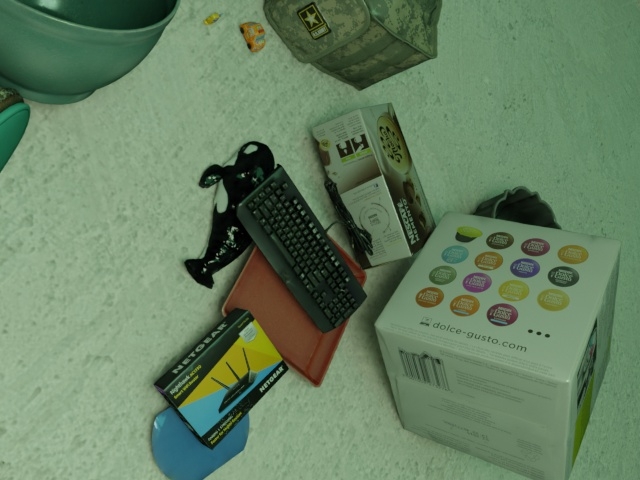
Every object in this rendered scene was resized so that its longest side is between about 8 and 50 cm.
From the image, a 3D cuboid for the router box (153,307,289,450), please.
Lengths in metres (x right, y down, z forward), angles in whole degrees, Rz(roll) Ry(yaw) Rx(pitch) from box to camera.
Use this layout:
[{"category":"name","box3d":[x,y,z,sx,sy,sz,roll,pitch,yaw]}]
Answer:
[{"category":"router box","box3d":[-0.151,0.213,0.975,0.179,0.046,0.133,-44,116,-28]}]

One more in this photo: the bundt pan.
[{"category":"bundt pan","box3d":[0.467,0.040,1.528,0.331,0.124,0.330,9,75,-37]}]

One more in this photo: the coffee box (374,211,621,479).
[{"category":"coffee box","box3d":[0.349,0.193,1.189,0.334,0.338,0.338,-51,140,-34]}]

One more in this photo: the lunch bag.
[{"category":"lunch bag","box3d":[0.057,-0.436,1.216,0.287,0.235,0.168,18,73,-36]}]

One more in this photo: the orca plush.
[{"category":"orca plush","box3d":[-0.138,-0.061,1.067,0.151,0.102,0.287,48,55,-21]}]

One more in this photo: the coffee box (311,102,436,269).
[{"category":"coffee box","box3d":[0.114,-0.111,1.247,0.168,0.119,0.297,-27,98,-58]}]

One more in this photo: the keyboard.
[{"category":"keyboard","box3d":[0.000,0.000,1.099,0.201,0.033,0.317,-48,123,-24]}]

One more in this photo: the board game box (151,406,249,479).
[{"category":"board game box","box3d":[-0.193,0.304,0.995,0.169,0.033,0.133,-29,104,-34]}]

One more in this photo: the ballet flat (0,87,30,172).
[{"category":"ballet flat","box3d":[-0.520,-0.003,0.724,0.182,0.164,0.482,20,69,-13]}]

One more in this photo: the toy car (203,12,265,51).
[{"category":"toy car","box3d":[-0.152,-0.390,1.163,0.122,0.041,0.060,-9,87,-40]}]

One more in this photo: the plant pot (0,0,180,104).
[{"category":"plant pot","box3d":[-0.362,-0.312,0.843,0.293,0.196,0.293,19,47,-22]}]

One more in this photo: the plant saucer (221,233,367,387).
[{"category":"plant saucer","box3d":[-0.047,0.094,1.135,0.259,0.048,0.258,44,57,-30]}]
